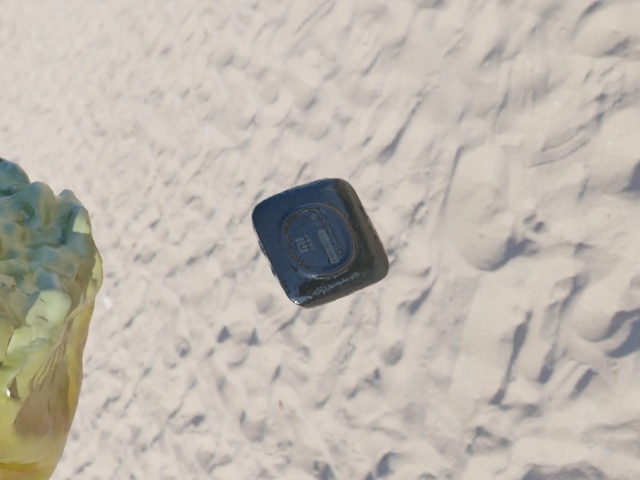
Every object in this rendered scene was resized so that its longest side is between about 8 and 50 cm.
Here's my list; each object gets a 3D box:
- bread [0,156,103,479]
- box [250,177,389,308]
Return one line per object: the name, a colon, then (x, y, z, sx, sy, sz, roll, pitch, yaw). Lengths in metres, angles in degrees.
bread: (-0.237, 0.074, 0.379, 0.196, 0.239, 0.252, -119, 35, -43)
box: (0.000, 0.000, 1.317, 0.042, 0.201, 0.212, 119, 128, -77)
